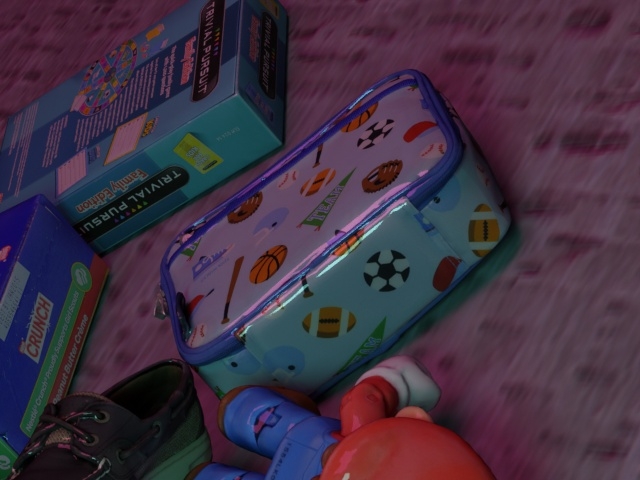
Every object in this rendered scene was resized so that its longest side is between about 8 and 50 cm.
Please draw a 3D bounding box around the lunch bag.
[{"bbox_3d":[0.000,0.000,1.524,0.303,0.115,0.243,-35,28,10],"label":"lunch bag"}]

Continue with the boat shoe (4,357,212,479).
[{"bbox_3d":[-0.168,0.154,1.338,0.103,0.092,0.285,-2,9,27],"label":"boat shoe"}]

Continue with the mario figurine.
[{"bbox_3d":[0.034,0.190,1.265,0.170,0.198,0.320,-9,8,-27],"label":"mario figurine"}]

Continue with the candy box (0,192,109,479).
[{"bbox_3d":[-0.380,0.130,1.791,0.317,0.122,0.268,-23,34,32],"label":"candy box"}]

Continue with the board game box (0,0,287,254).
[{"bbox_3d":[-0.191,-0.113,1.924,0.336,0.079,0.254,-29,32,21],"label":"board game box"}]
